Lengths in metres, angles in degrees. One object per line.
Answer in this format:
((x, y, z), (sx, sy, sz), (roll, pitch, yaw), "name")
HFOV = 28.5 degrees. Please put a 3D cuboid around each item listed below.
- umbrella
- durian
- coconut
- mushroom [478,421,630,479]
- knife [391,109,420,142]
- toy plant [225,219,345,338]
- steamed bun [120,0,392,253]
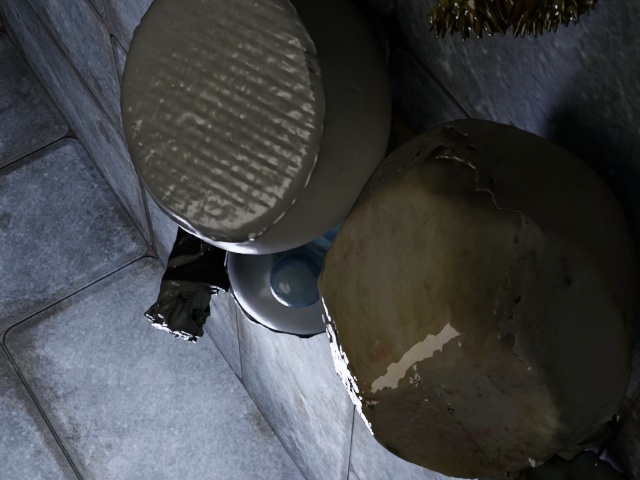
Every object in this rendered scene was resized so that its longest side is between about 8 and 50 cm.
((-0.158, -0.027, 1.845), (0.113, 0.106, 0.357), (-178, 105, -70), "umbrella")
((0.178, -0.253, 1.130), (0.252, 0.144, 0.139), (105, 171, -76), "durian")
((0.169, 0.049, 1.284), (0.352, 0.353, 0.352), (53, 161, 26), "coconut")
((0.247, 0.224, 1.541), (0.189, 0.164, 0.267), (33, 148, 56), "mushroom")
((0.162, -0.074, 1.543), (0.256, 0.022, 0.046), (47, 139, 30), "knife")
((0.000, 0.000, 1.811), (0.247, 0.247, 0.332), (59, 161, 7), "toy plant")
((-0.064, -0.169, 1.601), (0.374, 0.241, 0.374), (1, 92, 39), "steamed bun")
